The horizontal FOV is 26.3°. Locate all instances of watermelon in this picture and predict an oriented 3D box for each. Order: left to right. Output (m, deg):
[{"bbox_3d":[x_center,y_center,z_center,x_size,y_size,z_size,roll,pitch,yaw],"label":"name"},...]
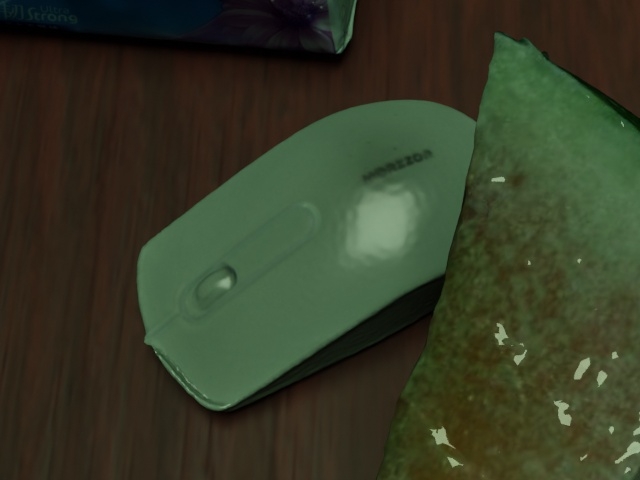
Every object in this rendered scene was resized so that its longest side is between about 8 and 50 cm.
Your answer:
[{"bbox_3d":[0.145,0.076,0.628,0.151,0.264,0.302,10,74,28],"label":"watermelon"}]

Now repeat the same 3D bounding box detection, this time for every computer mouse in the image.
[{"bbox_3d":[0.000,0.000,0.772,0.231,0.079,0.128,-30,60,-3],"label":"computer mouse"}]

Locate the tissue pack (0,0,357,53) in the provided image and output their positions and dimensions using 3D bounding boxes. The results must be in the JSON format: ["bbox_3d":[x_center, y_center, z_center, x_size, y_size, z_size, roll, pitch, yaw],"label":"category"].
[{"bbox_3d":[-0.102,-0.239,0.868,0.263,0.146,0.198,6,63,12],"label":"tissue pack"}]
